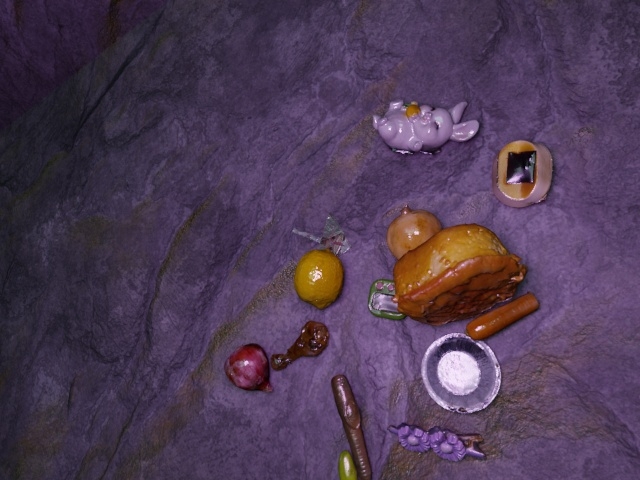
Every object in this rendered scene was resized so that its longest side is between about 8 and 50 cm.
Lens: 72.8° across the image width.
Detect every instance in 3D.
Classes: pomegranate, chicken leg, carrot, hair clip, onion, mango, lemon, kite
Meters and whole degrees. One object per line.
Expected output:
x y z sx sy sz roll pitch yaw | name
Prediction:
0.298 -0.021 1.394 0.196 0.196 0.196 -5 75 21 | pomegranate
-0.073 0.373 1.509 0.251 0.087 0.107 -37 48 17 | chicken leg
0.105 0.601 1.384 0.070 0.070 0.342 -23 71 16 | carrot
0.335 0.589 1.286 0.292 0.084 0.106 -1 120 25 | hair clip
-0.239 0.457 1.517 0.159 0.159 0.195 -42 81 8 | onion
0.084 0.714 1.359 0.056 0.073 0.108 -4 77 -9 | mango
-0.004 0.127 1.482 0.180 0.180 0.193 33 107 26 | lemon
0.001 0.000 1.603 0.250 0.012 0.229 16 83 26 | kite
0.530 0.229 1.282 0.225 0.067 0.067 -30 68 4 | carrot

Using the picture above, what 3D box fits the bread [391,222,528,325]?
0.383 0.101 1.240 0.358 0.337 0.204 -37 56 33 | bread

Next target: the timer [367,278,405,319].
0.229 0.196 1.441 0.140 0.047 0.128 6 78 24 | timer

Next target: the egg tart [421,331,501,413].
0.413 0.391 1.292 0.234 0.094 0.234 -7 71 21 | egg tart

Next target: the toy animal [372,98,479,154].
0.351 -0.392 1.482 0.325 0.154 0.208 -7 52 0 | toy animal

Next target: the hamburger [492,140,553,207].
0.623 -0.207 1.346 0.173 0.116 0.210 -2 80 30 | hamburger
